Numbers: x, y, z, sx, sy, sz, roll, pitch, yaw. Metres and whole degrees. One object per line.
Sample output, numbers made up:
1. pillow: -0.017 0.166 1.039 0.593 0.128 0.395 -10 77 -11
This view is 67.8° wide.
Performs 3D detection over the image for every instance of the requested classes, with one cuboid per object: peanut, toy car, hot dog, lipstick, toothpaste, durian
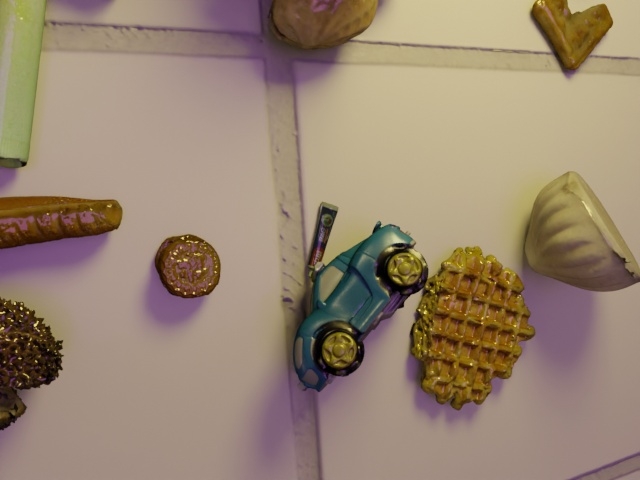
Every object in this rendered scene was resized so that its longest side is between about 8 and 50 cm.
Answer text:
1. peanut: 0.047 -0.433 0.793 0.149 0.149 0.313 43 71 -18
2. toy car: 0.047 0.108 0.809 0.166 0.198 0.314 38 81 14
3. hot dog: -0.429 -0.021 0.662 0.288 0.083 0.068 -5 114 -21
4. lipstick: -0.423 -0.253 0.649 0.076 0.076 0.305 8 91 -22
5. toothpaste: 0.000 0.000 0.862 0.037 0.021 0.140 17 84 -23
6. durian: -0.446 0.159 0.611 0.196 0.166 0.196 -26 122 -50

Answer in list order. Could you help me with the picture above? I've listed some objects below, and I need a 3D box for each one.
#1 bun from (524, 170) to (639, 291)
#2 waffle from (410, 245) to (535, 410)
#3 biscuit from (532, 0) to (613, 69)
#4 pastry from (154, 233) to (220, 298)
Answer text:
1. bun: 0.514 0.002 0.986 0.263 0.175 0.263 33 40 -33
2. waffle: 0.304 0.180 0.974 0.312 0.060 0.307 -43 106 -16
3. biscuit: 0.552 -0.490 1.041 0.183 0.039 0.174 43 79 -19
4. pastry: -0.211 0.042 0.760 0.097 0.057 0.109 -40 107 -17
